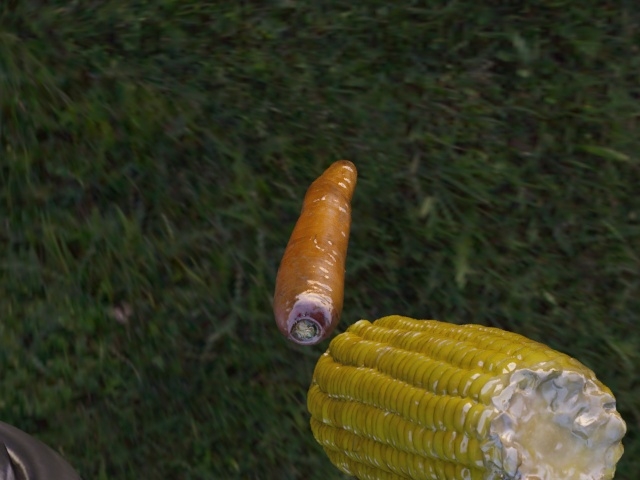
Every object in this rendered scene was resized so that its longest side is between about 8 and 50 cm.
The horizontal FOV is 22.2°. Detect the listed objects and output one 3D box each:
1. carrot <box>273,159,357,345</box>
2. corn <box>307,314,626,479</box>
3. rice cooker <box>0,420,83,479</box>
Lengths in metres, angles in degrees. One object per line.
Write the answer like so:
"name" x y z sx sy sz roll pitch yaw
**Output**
"carrot" 0.000 0.000 1.380 0.059 0.248 0.059 5 128 6
"corn" 0.084 0.115 1.084 0.131 0.344 0.131 1 88 -17
"rice cooker" -0.205 0.193 0.617 0.264 0.316 0.317 -3 98 14
